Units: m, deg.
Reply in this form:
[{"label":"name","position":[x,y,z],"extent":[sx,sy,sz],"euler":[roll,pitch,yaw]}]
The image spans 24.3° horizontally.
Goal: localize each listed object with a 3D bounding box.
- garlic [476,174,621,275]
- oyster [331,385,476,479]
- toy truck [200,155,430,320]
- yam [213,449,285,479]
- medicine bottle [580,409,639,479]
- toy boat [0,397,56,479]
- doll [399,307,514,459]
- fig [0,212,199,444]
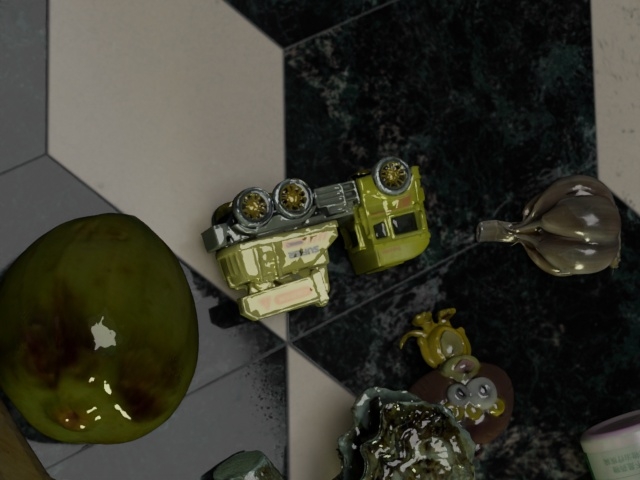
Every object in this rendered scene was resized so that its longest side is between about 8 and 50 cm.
[{"label":"garlic","position":[0.301,-0.021,1.932],"extent":[0.194,0.127,0.131],"euler":[6,83,1]},{"label":"oyster","position":[0.091,0.315,1.788],"extent":[0.198,0.112,0.268],"euler":[11,95,-22]},{"label":"toy truck","position":[0.000,0.000,1.811],"extent":[0.272,0.124,0.157],"euler":[-14,87,-20]},{"label":"yam","position":[-0.051,0.332,1.774],"extent":[0.078,0.078,0.179],"euler":[-35,94,-20]},{"label":"medicine bottle","position":[0.437,0.360,1.911],"extent":[0.133,0.133,0.274],"euler":[-19,90,-21]},{"label":"toy boat","position":[-0.437,0.178,1.634],"extent":[0.446,0.162,0.136],"euler":[60,31,-5]},{"label":"doll","position":[0.160,0.181,1.862],"extent":[0.145,0.096,0.188],"euler":[-33,84,-28]},{"label":"fig","position":[-0.246,0.089,1.667],"extent":[0.239,0.239,0.271],"euler":[28,49,-14]}]
